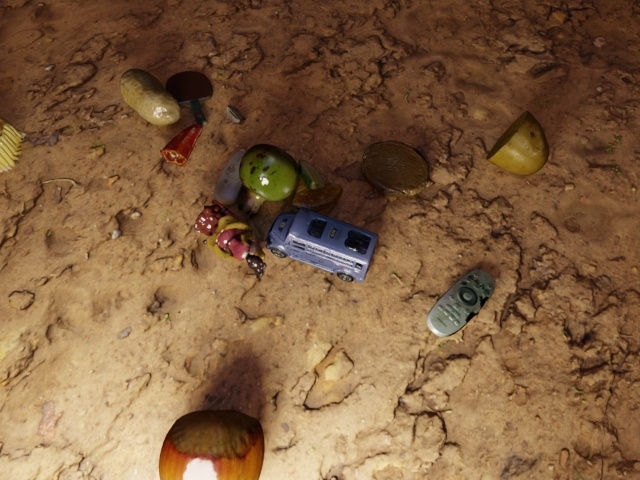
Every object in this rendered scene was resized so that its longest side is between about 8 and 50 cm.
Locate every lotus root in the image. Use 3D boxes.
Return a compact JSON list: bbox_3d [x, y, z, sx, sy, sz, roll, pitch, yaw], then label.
[{"bbox_3d":[-0.280,-0.411,1.452,0.037,0.030,0.083,-16,61,-49],"label":"lotus root"}]

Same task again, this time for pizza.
[{"bbox_3d":[-0.019,-0.138,1.304,0.175,0.046,0.134,-15,58,-17],"label":"pizza"}]

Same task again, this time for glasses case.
[{"bbox_3d":[-0.256,-0.189,1.313,0.074,0.049,0.193,17,61,5],"label":"glasses case"}]

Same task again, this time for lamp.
[{"bbox_3d":[-0.221,0.001,1.172,0.253,0.118,0.118,34,63,16],"label":"lamp"}]

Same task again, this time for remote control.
[{"bbox_3d":[0.374,0.166,1.164,0.256,0.045,0.097,-34,69,-25],"label":"remote control"}]

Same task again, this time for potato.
[{"bbox_3d":[0.644,-0.287,1.389,0.158,0.178,0.203,36,44,-1],"label":"potato"}]

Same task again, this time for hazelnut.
[{"bbox_3d":[-0.214,0.440,0.876,0.210,0.186,0.210,12,47,-14],"label":"hazelnut"}]

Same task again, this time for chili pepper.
[{"bbox_3d":[-0.414,-0.311,1.366,0.088,0.065,0.169,20,57,6],"label":"chili pepper"}]

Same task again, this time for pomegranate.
[{"bbox_3d":[-0.153,-0.173,1.261,0.179,0.210,0.179,18,32,-12],"label":"pomegranate"}]

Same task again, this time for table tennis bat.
[{"bbox_3d":[-0.434,-0.486,1.488,0.154,0.021,0.274,-18,61,-14],"label":"table tennis bat"}]

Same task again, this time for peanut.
[{"bbox_3d":[-0.540,-0.450,1.400,0.129,0.129,0.224,-40,79,-24],"label":"peanut"}]

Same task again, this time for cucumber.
[{"bbox_3d":[-0.035,-0.192,1.288,0.067,0.035,0.107,1,48,-40],"label":"cucumber"}]

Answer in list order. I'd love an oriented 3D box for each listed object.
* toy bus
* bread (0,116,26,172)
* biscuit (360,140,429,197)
[{"bbox_3d":[0.000,0.000,1.176,0.292,0.133,0.125,20,61,7],"label":"toy bus"},{"bbox_3d":[-0.993,-0.285,1.258,0.250,0.133,0.179,7,60,0],"label":"bread"},{"bbox_3d":[0.233,-0.224,1.379,0.226,0.042,0.226,2,62,-4],"label":"biscuit"}]
